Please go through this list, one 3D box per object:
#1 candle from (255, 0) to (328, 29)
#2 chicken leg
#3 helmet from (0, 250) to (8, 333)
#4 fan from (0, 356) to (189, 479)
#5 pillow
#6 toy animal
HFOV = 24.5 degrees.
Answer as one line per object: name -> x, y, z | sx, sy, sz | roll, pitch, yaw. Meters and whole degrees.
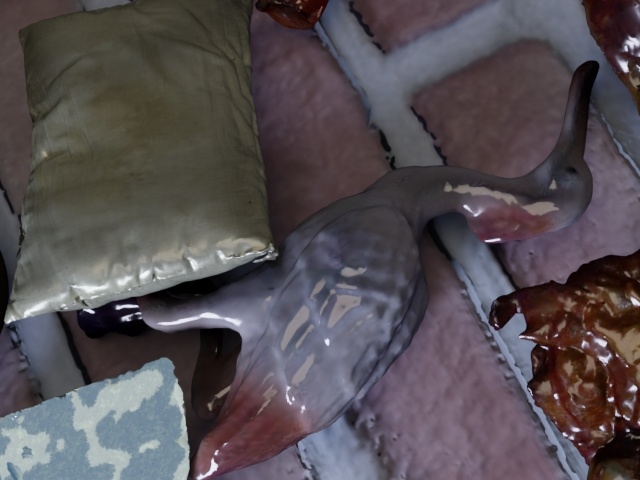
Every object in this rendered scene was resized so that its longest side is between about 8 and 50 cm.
candle -> 0.017, -0.198, 0.899 | 0.048, 0.053, 0.162 | 24, 74, 13
chicken leg -> 0.187, 0.012, 0.762 | 0.177, 0.083, 0.322 | 17, 76, 5
helmet -> -0.243, 0.021, 0.837 | 0.175, 0.106, 0.155 | 47, 110, 22
fan -> -0.152, 0.156, 0.790 | 0.240, 0.009, 0.131 | -41, 72, 15
pillow -> -0.100, -0.055, 0.811 | 0.148, 0.050, 0.229 | -18, 47, 11
toy animal -> 0.017, 0.016, 0.798 | 0.324, 0.090, 0.195 | -15, 62, 6
